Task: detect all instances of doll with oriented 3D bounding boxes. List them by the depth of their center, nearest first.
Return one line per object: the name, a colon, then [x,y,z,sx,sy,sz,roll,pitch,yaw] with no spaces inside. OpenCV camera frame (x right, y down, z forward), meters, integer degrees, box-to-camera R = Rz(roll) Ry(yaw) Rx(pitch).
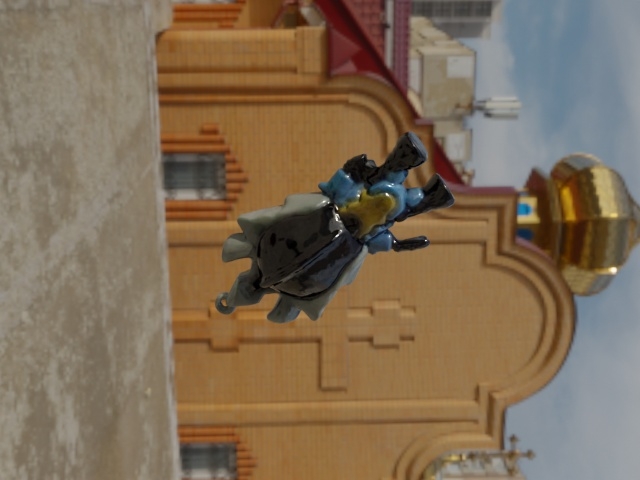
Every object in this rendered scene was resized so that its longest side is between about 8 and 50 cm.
doll: [0.000,0.000,0.587,0.096,0.195,0.070,54,16,-11]
